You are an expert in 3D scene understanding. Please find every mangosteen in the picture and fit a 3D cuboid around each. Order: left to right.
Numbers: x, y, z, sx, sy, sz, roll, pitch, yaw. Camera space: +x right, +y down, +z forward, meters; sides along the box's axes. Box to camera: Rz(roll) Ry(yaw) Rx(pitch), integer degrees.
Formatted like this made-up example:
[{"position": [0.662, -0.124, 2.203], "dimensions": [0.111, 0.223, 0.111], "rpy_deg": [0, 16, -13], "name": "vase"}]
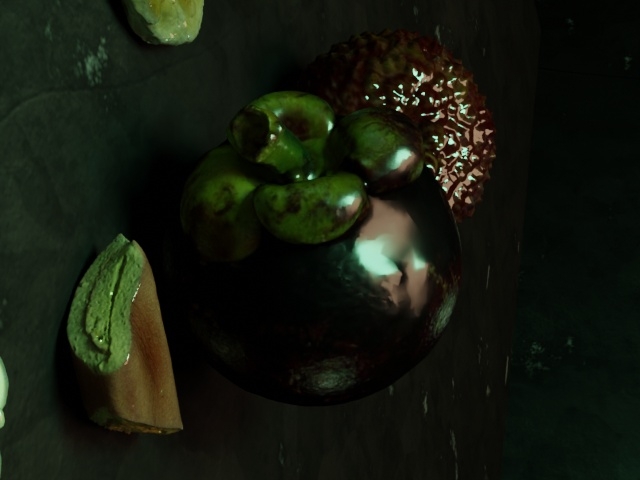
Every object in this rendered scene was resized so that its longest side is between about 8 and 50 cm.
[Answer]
[{"position": [0.004, -0.001, 1.130], "dimensions": [0.313, 0.297, 0.297], "rpy_deg": [-58, 176, 29], "name": "mangosteen"}]

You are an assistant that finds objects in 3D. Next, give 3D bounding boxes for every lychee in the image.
[{"position": [0.083, -0.119, 1.411], "dimensions": [0.300, 0.264, 0.264], "rpy_deg": [-131, -153, -63], "name": "lychee"}]

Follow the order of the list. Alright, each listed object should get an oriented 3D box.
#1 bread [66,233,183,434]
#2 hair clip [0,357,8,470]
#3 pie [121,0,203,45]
[{"position": [-0.169, 0.102, 0.999], "dimensions": [0.119, 0.067, 0.192], "rpy_deg": [-60, 145, -68], "name": "bread"}, {"position": [-0.260, 0.072, 0.761], "dimensions": [0.159, 0.071, 0.218], "rpy_deg": [-21, 102, -63], "name": "hair clip"}, {"position": [-0.153, -0.283, 1.115], "dimensions": [0.195, 0.046, 0.195], "rpy_deg": [-2, 90, -71], "name": "pie"}]
